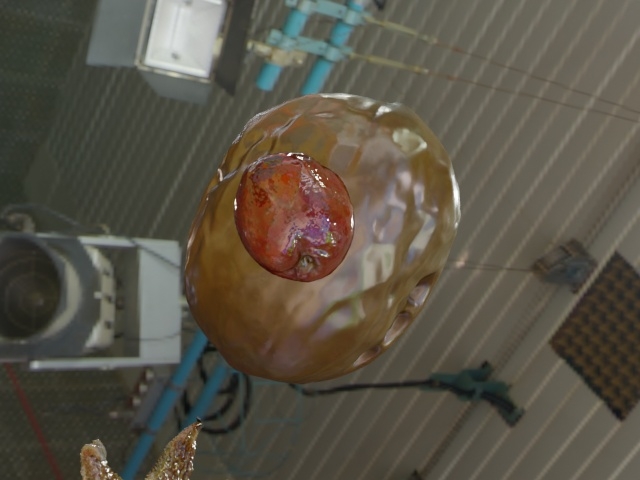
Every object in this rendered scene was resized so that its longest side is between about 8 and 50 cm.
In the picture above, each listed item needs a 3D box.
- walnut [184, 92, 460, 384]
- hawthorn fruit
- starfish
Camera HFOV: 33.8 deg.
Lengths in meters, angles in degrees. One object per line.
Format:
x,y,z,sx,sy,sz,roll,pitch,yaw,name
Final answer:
0.000,0.000,1.324,0.308,0.354,0.397,35,-78,13,walnut
-0.025,-0.021,0.990,0.128,0.128,0.128,-6,-98,47,hawthorn fruit
-0.157,0.277,1.001,0.043,0.227,0.240,2,-63,34,starfish
